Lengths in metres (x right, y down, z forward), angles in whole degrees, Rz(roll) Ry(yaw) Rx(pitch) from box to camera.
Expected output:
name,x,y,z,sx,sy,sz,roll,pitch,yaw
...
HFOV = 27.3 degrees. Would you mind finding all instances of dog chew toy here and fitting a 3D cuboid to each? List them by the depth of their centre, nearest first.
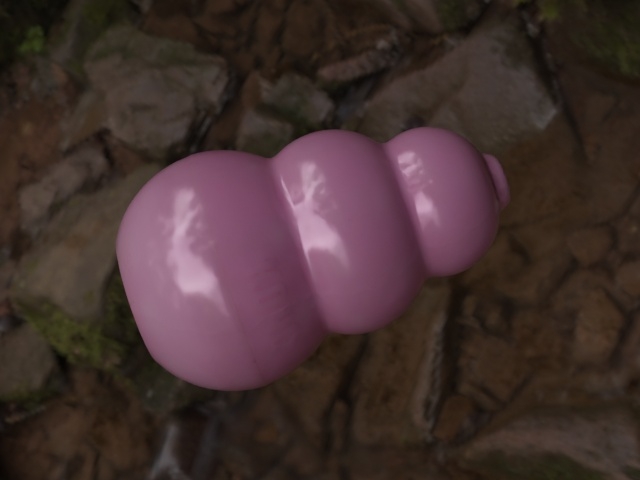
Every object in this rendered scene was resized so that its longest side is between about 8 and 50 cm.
name,x,y,z,sx,sy,sz,roll,pitch,yaw
dog chew toy,0.000,0.000,1.126,0.331,0.207,0.207,-18,50,-1
